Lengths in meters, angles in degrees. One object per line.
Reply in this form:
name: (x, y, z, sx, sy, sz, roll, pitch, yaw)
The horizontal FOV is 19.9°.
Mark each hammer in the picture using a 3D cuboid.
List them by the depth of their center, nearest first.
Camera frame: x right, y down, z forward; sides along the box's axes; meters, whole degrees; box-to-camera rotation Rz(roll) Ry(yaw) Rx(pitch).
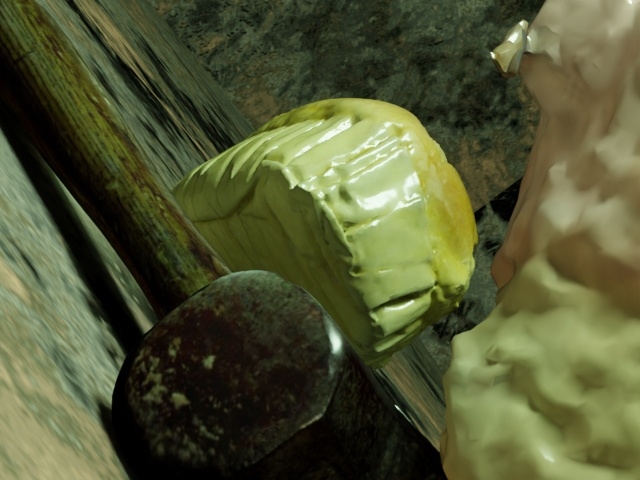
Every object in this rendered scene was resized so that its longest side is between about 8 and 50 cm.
hammer: (-0.070, 0.016, 0.852, 0.409, 0.095, 0.242, 49, 0, 38)

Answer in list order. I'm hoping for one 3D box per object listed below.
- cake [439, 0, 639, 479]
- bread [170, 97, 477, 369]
cake: (0.190, 0.114, 0.662, 0.293, 0.306, 0.314, 12, -13, 15)
bread: (0.000, 0.000, 0.988, 0.140, 0.106, 0.236, 61, -23, -7)
